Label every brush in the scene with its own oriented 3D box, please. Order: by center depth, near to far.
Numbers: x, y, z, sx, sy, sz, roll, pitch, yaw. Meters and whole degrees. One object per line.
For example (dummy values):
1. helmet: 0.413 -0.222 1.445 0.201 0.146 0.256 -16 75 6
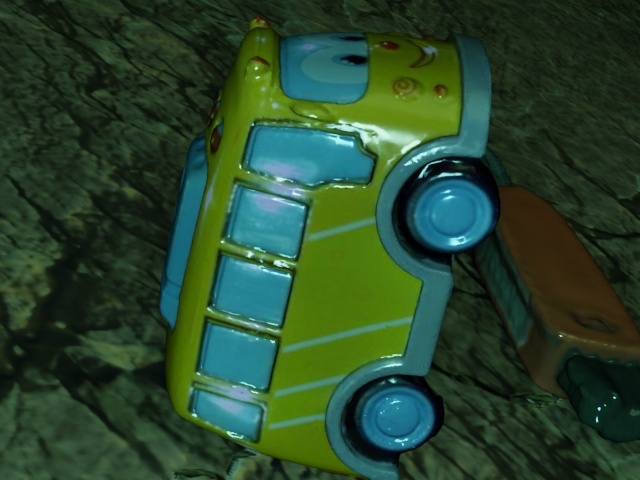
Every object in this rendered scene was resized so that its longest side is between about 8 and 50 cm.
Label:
1. brush: 0.139 0.028 1.105 0.070 0.051 0.323 11 28 -16

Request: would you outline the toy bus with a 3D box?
1. toy bus: 0.000 0.000 0.813 0.136 0.209 0.126 11 24 -6
